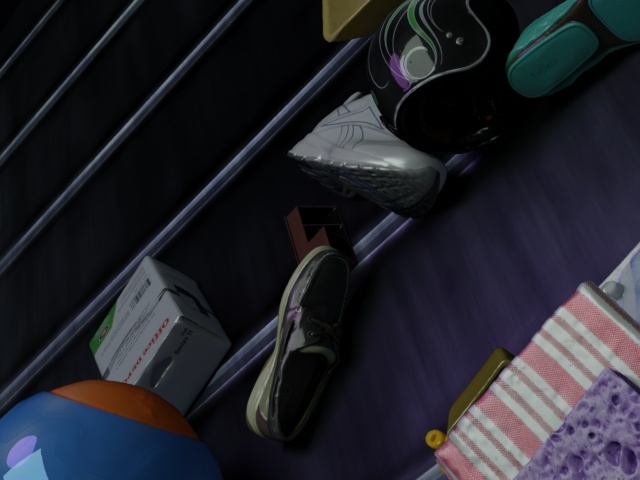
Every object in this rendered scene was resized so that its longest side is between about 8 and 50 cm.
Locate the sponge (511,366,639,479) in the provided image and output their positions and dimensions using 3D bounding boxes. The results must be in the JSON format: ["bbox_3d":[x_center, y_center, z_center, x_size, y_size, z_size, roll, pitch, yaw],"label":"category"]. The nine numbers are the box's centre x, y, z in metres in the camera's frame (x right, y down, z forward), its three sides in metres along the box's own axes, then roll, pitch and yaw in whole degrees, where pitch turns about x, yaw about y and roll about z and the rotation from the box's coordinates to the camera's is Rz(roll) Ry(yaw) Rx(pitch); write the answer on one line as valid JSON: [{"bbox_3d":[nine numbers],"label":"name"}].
[{"bbox_3d":[0.189,0.208,1.161,0.117,0.031,0.210,45,104,32],"label":"sponge"}]

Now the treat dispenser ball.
[{"bbox_3d":[-0.246,0.295,1.714,0.288,0.288,0.288,-41,32,33],"label":"treat dispenser ball"}]

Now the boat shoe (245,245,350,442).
[{"bbox_3d":[-0.010,0.117,1.728,0.073,0.080,0.223,15,82,57],"label":"boat shoe"}]

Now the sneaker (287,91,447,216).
[{"bbox_3d":[0.062,-0.111,1.797,0.129,0.111,0.297,-56,27,-4],"label":"sneaker"}]

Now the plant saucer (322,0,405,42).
[{"bbox_3d":[0.135,-0.434,2.016,0.333,0.081,0.333,-42,32,33],"label":"plant saucer"}]

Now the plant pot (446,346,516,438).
[{"bbox_3d":[0.155,0.136,1.303,0.081,0.081,0.083,-54,10,12],"label":"plant pot"}]

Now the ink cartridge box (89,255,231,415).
[{"bbox_3d":[-0.209,0.134,2.039,0.153,0.087,0.208,-55,26,9],"label":"ink cartridge box"}]

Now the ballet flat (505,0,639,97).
[{"bbox_3d":[0.281,-0.227,1.557,0.247,0.083,0.087,-31,25,42],"label":"ballet flat"}]

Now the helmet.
[{"bbox_3d":[0.133,-0.188,1.678,0.169,0.169,0.161,-41,38,33],"label":"helmet"}]

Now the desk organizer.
[{"bbox_3d":[0.000,0.000,1.854,0.050,0.047,0.130,-48,29,19],"label":"desk organizer"}]

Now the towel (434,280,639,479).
[{"bbox_3d":[0.192,0.146,1.210,0.197,0.029,0.144,-51,60,13],"label":"towel"}]

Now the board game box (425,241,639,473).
[{"bbox_3d":[0.256,0.155,1.248,0.390,0.050,0.390,-51,28,19],"label":"board game box"}]
